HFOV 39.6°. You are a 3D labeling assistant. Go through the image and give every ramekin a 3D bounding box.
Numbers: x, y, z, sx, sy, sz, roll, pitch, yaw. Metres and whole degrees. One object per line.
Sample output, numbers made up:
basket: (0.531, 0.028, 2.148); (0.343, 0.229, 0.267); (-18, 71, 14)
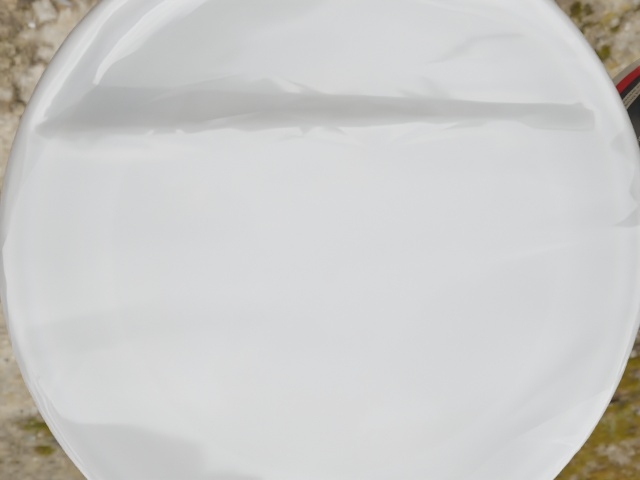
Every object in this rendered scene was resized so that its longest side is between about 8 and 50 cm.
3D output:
ramekin: (0.000, 0.000, 0.414); (0.272, 0.273, 0.127); (-2, -177, -8)

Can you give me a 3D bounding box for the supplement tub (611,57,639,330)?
supplement tub: (0.259, -0.006, 0.453); (0.191, 0.272, 0.191); (-2, 103, -10)
